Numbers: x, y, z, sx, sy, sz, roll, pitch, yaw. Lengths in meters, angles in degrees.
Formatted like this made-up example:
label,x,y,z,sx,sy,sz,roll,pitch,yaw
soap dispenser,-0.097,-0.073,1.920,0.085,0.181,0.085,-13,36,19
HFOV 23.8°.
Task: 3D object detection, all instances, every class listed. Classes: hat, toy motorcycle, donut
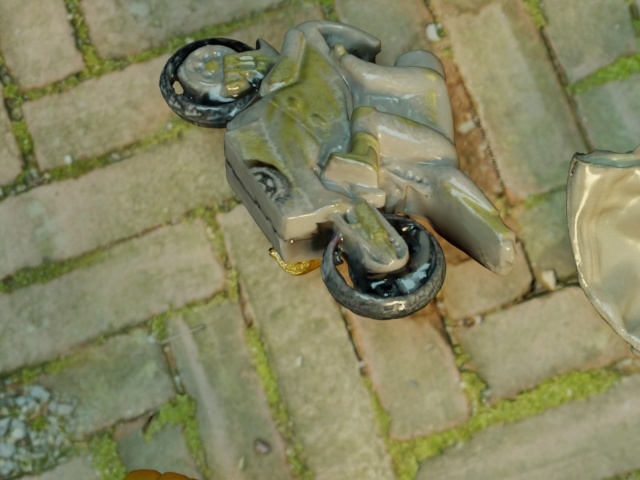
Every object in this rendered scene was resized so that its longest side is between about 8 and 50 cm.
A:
label,x,y,z,sx,sy,sz,roll,pitch,yaw
hat,0.322,-0.022,1.181,0.219,0.164,0.226,38,49,22
toy motorcycle,0.029,-0.079,1.245,0.222,0.108,0.341,-25,54,-20
donut,0.000,0.000,1.274,0.067,0.083,0.038,-39,83,37

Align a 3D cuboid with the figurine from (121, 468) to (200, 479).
label,x,y,z,sx,sy,sz,roll,pitch,yaw
figurine,-0.097,0.273,1.091,0.320,0.323,0.196,7,77,19
